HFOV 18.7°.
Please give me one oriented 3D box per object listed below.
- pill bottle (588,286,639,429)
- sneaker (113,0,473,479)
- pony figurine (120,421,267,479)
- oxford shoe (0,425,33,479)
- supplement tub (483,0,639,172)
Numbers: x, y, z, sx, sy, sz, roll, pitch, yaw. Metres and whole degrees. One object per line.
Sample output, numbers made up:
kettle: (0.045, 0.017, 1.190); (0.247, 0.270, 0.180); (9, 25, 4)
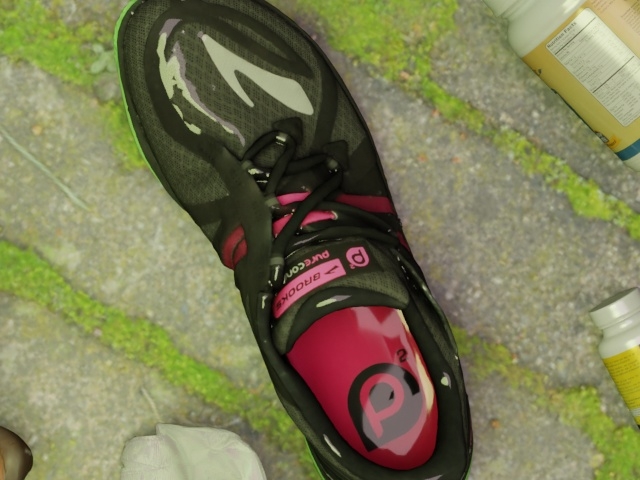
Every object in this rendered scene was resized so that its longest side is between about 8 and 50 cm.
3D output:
pill bottle: (0.273, 0.100, 1.627); (0.065, 0.065, 0.116); (-29, 91, -8)
sneaker: (0.000, 0.000, 1.529); (0.185, 0.202, 0.483); (-30, 91, -8)
pony figurine: (-0.023, 0.293, 1.459); (0.363, 0.351, 0.303); (26, 63, -33)
oxford shoe: (-0.378, 0.257, 1.513); (0.363, 0.133, 0.130); (-29, 79, 12)
supplement tub: (0.246, -0.170, 1.597); (0.200, 0.144, 0.144); (45, 83, -3)
